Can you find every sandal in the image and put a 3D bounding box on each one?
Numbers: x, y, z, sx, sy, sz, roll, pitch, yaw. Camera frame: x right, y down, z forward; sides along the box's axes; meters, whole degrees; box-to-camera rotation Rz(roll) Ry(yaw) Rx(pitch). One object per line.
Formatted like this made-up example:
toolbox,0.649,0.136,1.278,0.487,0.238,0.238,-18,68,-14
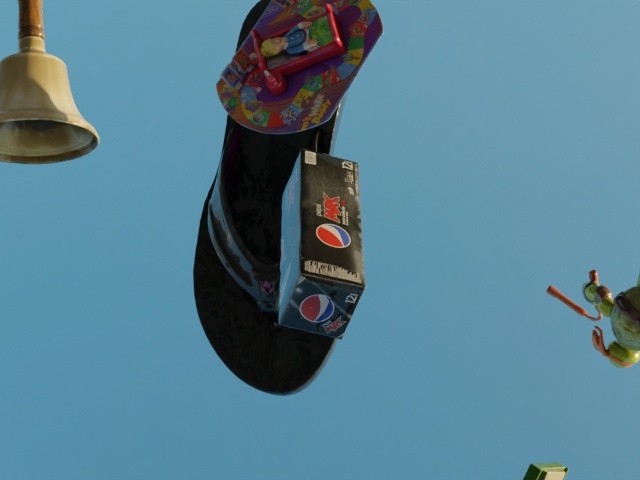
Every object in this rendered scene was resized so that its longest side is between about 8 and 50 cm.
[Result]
sandal,-0.055,-0.059,1.511,0.168,0.107,0.445,1,-99,9

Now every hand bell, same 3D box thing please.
hand bell,-0.285,-0.208,1.379,0.126,0.126,0.242,-7,-106,6

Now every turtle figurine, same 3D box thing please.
turtle figurine,0.395,0.072,1.724,0.087,0.217,0.269,1,-148,-43

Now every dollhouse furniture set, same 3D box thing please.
dollhouse furniture set,0.285,0.293,1.498,0.152,0.058,0.076,32,-76,41

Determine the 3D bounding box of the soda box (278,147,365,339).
soda box,0.000,0.000,1.128,0.053,0.060,0.169,15,-144,-11

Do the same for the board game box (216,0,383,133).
board game box,-0.025,-0.178,1.293,0.133,0.033,0.168,23,-106,32
